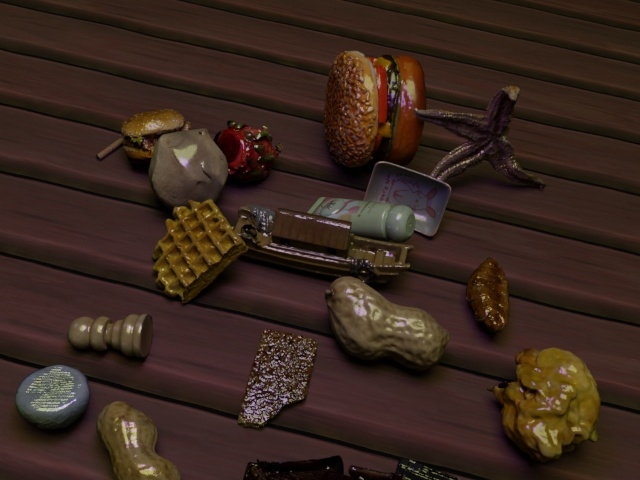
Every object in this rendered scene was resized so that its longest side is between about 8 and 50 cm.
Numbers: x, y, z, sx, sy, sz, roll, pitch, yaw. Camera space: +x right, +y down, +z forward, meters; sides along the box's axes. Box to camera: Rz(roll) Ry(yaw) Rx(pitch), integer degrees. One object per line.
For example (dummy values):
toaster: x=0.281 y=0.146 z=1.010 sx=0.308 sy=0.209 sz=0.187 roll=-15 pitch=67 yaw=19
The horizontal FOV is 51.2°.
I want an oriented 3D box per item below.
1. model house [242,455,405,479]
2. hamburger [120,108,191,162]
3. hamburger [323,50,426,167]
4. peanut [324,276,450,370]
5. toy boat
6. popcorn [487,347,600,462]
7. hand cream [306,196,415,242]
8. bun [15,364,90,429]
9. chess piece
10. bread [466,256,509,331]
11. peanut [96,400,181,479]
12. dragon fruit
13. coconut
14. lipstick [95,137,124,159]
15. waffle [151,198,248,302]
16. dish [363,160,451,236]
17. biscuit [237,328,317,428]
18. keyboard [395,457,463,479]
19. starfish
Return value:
model house: x=-0.022 y=0.542 z=1.132 sx=0.282 sy=0.297 sz=0.317 roll=9 pitch=85 yaw=12
hamburger: x=-0.441 y=-0.291 z=1.807 sx=0.190 sy=0.118 sz=0.182 roll=-13 pitch=28 yaw=-17
hamburger: x=0.142 y=-0.362 z=1.853 sx=0.249 sy=0.330 sz=0.330 roll=4 pitch=48 yaw=-9
peanut: x=0.133 y=0.198 z=1.480 sx=0.291 sy=0.143 sz=0.159 roll=26 pitch=84 yaw=8
toy boat: x=0.000 y=0.000 z=1.615 sx=0.445 sy=0.162 sz=0.136 roll=14 pitch=45 yaw=4
popcorn: x=0.474 y=0.330 z=1.378 sx=0.191 sy=0.190 sz=0.254 roll=3 pitch=44 yaw=-15
hand cream: x=0.092 y=-0.055 z=1.701 sx=0.305 sy=0.093 sz=0.147 roll=7 pitch=41 yaw=33
bun: x=-0.525 y=0.313 z=1.316 sx=0.140 sy=0.083 sz=0.141 roll=7 pitch=38 yaw=-6
chess piece: x=-0.453 y=0.200 z=1.430 sx=0.170 sy=0.094 sz=0.094 roll=2 pitch=48 yaw=4
bread: x=0.401 y=0.138 z=1.609 sx=0.104 sy=0.076 sz=0.233 roll=19 pitch=41 yaw=-7
peanut: x=-0.346 y=0.400 z=1.255 sx=0.103 sy=0.098 sz=0.229 roll=-37 pitch=62 yaw=-2
dragon fruit: x=-0.195 y=-0.244 z=1.809 sx=0.160 sy=0.172 sz=0.167 roll=-15 pitch=81 yaw=26
coconut: x=-0.329 y=-0.182 z=1.684 sx=0.224 sy=0.224 sz=0.224 roll=4 pitch=48 yaw=-5
lipstick: x=-0.582 y=-0.254 z=1.849 sx=0.019 sy=0.019 sz=0.094 roll=29 pitch=51 yaw=17
waffle: x=-0.311 y=0.011 z=1.572 sx=0.229 sy=0.057 sz=0.219 roll=-40 pitch=57 yaw=5
dish: x=0.231 y=-0.118 z=1.779 sx=0.212 sy=0.151 sz=0.077 roll=20 pitch=19 yaw=10
biscuit: x=-0.088 y=0.297 z=1.430 sx=0.131 sy=0.026 sz=0.237 roll=11 pitch=47 yaw=3
keyboard: x=0.263 y=0.504 z=1.304 sx=0.250 sy=0.017 sz=0.087 roll=19 pitch=48 yaw=8
starfish: x=0.443 y=-0.254 z=1.794 sx=0.383 sy=0.398 sz=0.132 roll=-18 pitch=52 yaw=-9
